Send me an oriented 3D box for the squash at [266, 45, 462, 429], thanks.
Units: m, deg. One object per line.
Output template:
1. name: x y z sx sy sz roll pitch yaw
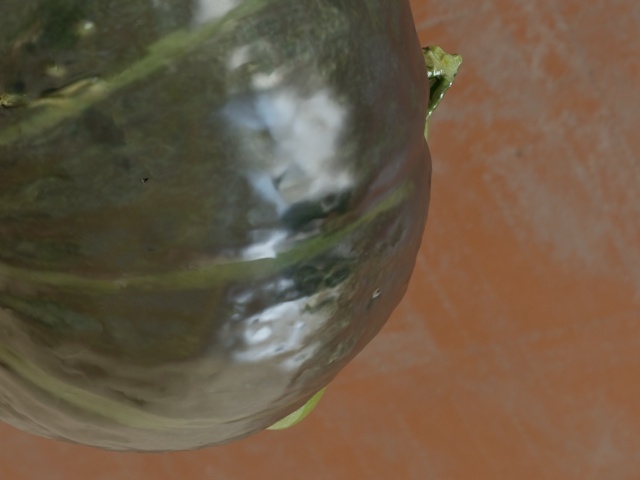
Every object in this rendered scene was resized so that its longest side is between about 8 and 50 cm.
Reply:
1. squash: 0.000 0.000 0.953 0.066 0.066 0.252 26 124 6

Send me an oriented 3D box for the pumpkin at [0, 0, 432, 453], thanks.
1. pumpkin: -0.065 -0.042 0.507 0.211 0.152 0.211 38 143 35
